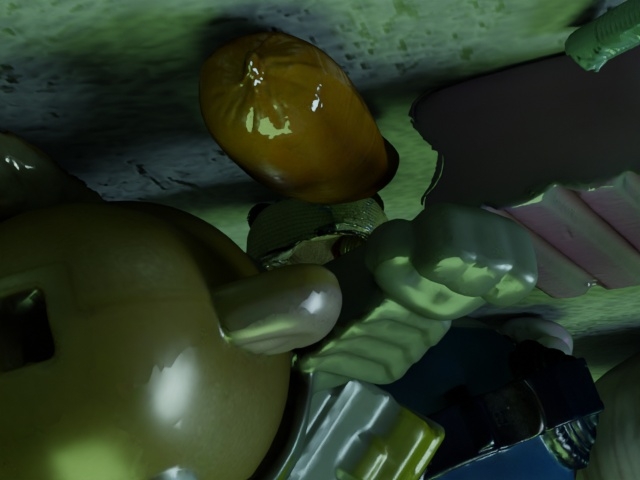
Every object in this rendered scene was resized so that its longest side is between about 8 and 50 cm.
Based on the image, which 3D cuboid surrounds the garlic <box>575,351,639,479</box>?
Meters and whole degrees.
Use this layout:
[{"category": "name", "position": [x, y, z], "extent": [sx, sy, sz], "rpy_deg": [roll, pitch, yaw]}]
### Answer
[{"category": "garlic", "position": [0.348, 0.205, 1.390], "extent": [0.317, 0.259, 0.317], "rpy_deg": [-2, 163, 0]}]

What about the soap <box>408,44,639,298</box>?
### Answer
[{"category": "soap", "position": [0.133, -0.027, 0.784], "extent": [0.122, 0.065, 0.203], "rpy_deg": [-12, 165, 20]}]

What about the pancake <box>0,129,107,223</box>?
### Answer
[{"category": "pancake", "position": [-0.258, 0.017, 0.795], "extent": [0.356, 0.065, 0.356], "rpy_deg": [-9, 168, -2]}]

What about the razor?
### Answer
[{"category": "razor", "position": [0.135, -0.087, 0.574], "extent": [0.084, 0.036, 0.211], "rpy_deg": [6, 178, -15]}]

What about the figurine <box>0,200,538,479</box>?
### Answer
[{"category": "figurine", "position": [-0.078, 0.071, 0.728], "extent": [0.342, 0.167, 0.285], "rpy_deg": [-37, 156, -4]}]

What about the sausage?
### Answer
[{"category": "sausage", "position": [-0.008, -0.045, 0.687], "extent": [0.062, 0.054, 0.183], "rpy_deg": [19, 174, 15]}]

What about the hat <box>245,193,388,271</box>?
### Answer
[{"category": "hat", "position": [0.000, 0.000, 0.855], "extent": [0.077, 0.059, 0.076], "rpy_deg": [-18, 146, 20]}]

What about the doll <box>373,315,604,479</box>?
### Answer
[{"category": "doll", "position": [0.069, 0.155, 1.150], "extent": [0.284, 0.240, 0.310], "rpy_deg": [-26, 165, 16]}]
